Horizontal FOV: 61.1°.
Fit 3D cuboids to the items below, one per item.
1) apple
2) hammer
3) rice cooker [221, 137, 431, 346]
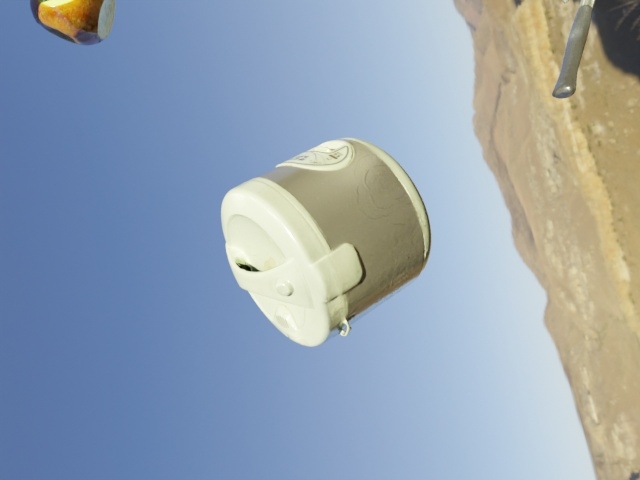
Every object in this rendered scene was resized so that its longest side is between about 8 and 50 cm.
[{"bbox_3d":[-0.481,-0.467,1.052,0.163,0.146,0.147,-138,69,-84],"label":"apple"},{"bbox_3d":[0.313,-0.265,0.658,0.029,0.103,0.247,32,-112,-20],"label":"hammer"},{"bbox_3d":[-0.003,0.000,0.852,0.276,0.288,0.289,-29,-74,-26],"label":"rice cooker"}]
